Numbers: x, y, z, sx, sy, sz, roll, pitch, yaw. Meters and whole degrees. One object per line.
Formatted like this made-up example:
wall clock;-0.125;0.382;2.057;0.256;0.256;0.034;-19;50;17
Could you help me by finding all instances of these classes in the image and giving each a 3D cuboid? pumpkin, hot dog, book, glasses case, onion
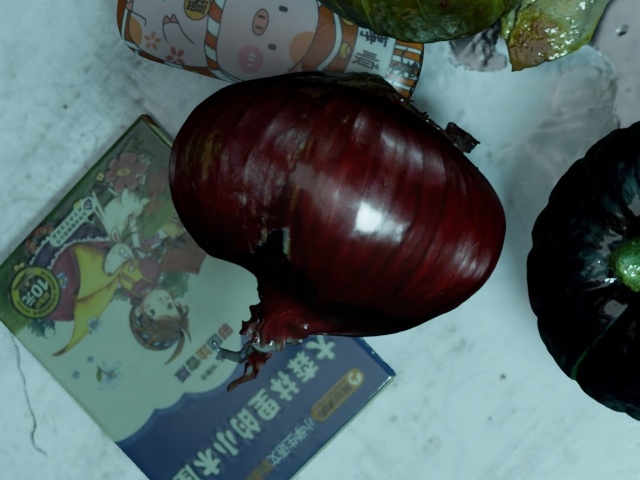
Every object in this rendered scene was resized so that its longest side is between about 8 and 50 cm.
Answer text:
pumpkin;0.274;0.023;1.433;0.248;0.248;0.248;1;93;11
hot dog;0.206;-0.209;1.529;0.078;0.061;0.169;35;100;7
book;-0.121;0.080;1.632;0.322;0.018;0.228;45;100;6
glasses case;-0.043;-0.176;1.578;0.266;0.067;0.103;15;96;11
onion;0.000;0.000;1.473;0.273;0.273;0.285;24;87;9
pumpkin;0.094;-0.246;1.494;0.219;0.219;0.162;-11;135;12
